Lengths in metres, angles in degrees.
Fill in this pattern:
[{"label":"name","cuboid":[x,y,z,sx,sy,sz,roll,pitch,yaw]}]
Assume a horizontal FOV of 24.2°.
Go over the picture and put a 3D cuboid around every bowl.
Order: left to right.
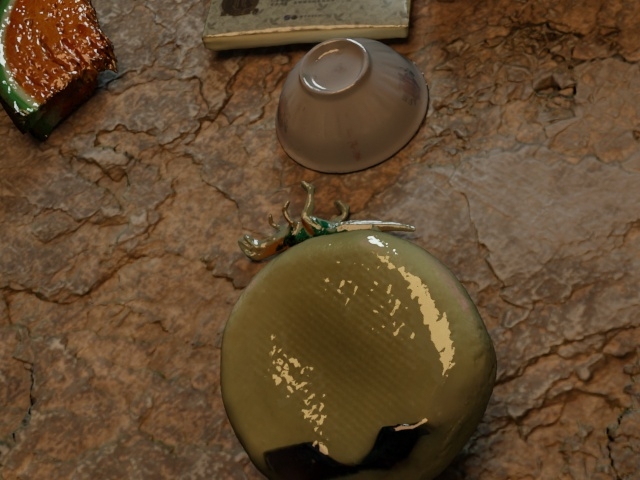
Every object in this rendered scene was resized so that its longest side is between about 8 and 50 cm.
[{"label":"bowl","cuboid":[0.027,-0.178,1.732,0.189,0.086,0.189,-8,56,12]}]

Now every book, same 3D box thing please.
[{"label":"book","cuboid":[0.003,-0.399,1.910,0.264,0.031,0.379,-2,56,14]}]

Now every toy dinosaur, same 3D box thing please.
[{"label":"toy dinosaur","cuboid":[0.002,0.001,1.656,0.187,0.044,0.106,23,80,15]}]

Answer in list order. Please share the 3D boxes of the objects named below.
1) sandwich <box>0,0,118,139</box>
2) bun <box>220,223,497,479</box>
[{"label":"sandwich","cuboid":[-0.350,-0.240,1.907,0.159,0.079,0.235,-22,57,-9]},{"label":"bun","cuboid":[0.045,0.131,1.481,0.283,0.179,0.283,-6,76,25]}]
